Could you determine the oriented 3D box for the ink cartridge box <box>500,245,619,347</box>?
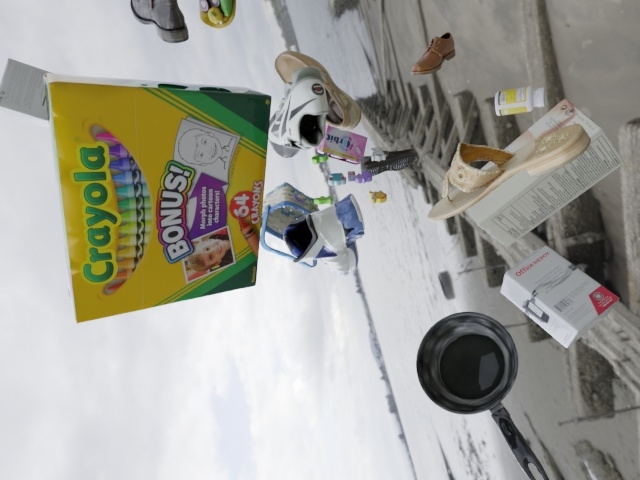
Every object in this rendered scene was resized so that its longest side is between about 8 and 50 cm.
[{"bbox_3d":[0.421,0.096,0.781,0.150,0.109,0.063,48,161,36],"label":"ink cartridge box"}]

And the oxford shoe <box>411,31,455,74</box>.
[{"bbox_3d":[0.315,-0.527,1.230,0.212,0.076,0.076,-48,-42,-34],"label":"oxford shoe"}]

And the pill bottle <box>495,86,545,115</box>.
[{"bbox_3d":[0.528,-0.370,1.152,0.065,0.116,0.065,-3,-86,-57],"label":"pill bottle"}]

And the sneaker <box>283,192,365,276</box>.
[{"bbox_3d":[0.000,0.000,1.104,0.315,0.182,0.128,90,165,-65],"label":"sneaker"}]

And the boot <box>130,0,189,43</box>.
[{"bbox_3d":[-0.374,-0.601,0.982,0.263,0.091,0.229,44,148,30],"label":"boot"}]

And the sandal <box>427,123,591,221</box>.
[{"bbox_3d":[0.222,-0.108,0.590,0.079,0.240,0.088,48,-129,-12],"label":"sandal"}]

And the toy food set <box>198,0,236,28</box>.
[{"bbox_3d":[-0.332,-0.777,1.348,0.071,0.128,0.218,-57,-23,-63],"label":"toy food set"}]

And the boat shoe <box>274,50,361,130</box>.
[{"bbox_3d":[-0.023,-0.464,1.322,0.341,0.122,0.110,42,-150,13],"label":"boat shoe"}]

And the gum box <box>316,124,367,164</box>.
[{"bbox_3d":[0.080,-0.371,1.693,0.062,0.188,0.107,14,92,66],"label":"gum box"}]

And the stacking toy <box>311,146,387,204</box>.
[{"bbox_3d":[0.086,-0.179,1.272,0.052,0.221,0.167,-95,0,-49],"label":"stacking toy"}]

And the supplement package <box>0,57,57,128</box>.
[{"bbox_3d":[-0.740,-0.383,1.228,0.139,0.244,0.134,3,79,68],"label":"supplement package"}]

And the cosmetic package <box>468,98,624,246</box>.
[{"bbox_3d":[0.478,-0.141,0.973,0.153,0.296,0.129,27,-148,-38],"label":"cosmetic package"}]

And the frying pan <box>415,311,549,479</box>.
[{"bbox_3d":[0.315,0.256,0.787,0.053,0.197,0.326,39,175,-41],"label":"frying pan"}]

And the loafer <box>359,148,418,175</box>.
[{"bbox_3d":[0.232,-0.285,1.498,0.080,0.220,0.078,110,142,-62],"label":"loafer"}]

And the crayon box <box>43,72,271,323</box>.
[{"bbox_3d":[-0.254,-0.070,0.722,0.106,0.313,0.363,35,125,45],"label":"crayon box"}]

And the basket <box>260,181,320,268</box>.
[{"bbox_3d":[-0.115,-0.056,1.627,0.254,0.201,0.289,27,-128,-39],"label":"basket"}]

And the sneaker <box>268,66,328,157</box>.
[{"bbox_3d":[-0.059,-0.290,1.169,0.330,0.122,0.146,123,130,-64],"label":"sneaker"}]
